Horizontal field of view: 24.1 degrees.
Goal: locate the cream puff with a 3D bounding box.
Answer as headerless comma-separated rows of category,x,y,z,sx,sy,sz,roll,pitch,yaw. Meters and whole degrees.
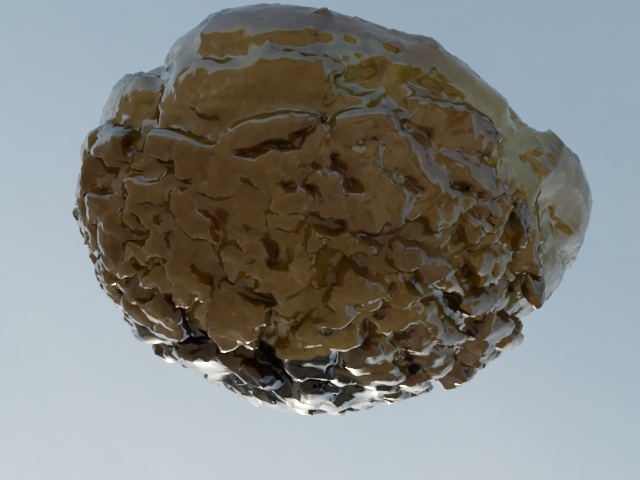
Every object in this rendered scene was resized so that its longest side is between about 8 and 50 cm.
cream puff,0.000,0.000,1.012,0.343,0.231,0.327,21,-19,-13
